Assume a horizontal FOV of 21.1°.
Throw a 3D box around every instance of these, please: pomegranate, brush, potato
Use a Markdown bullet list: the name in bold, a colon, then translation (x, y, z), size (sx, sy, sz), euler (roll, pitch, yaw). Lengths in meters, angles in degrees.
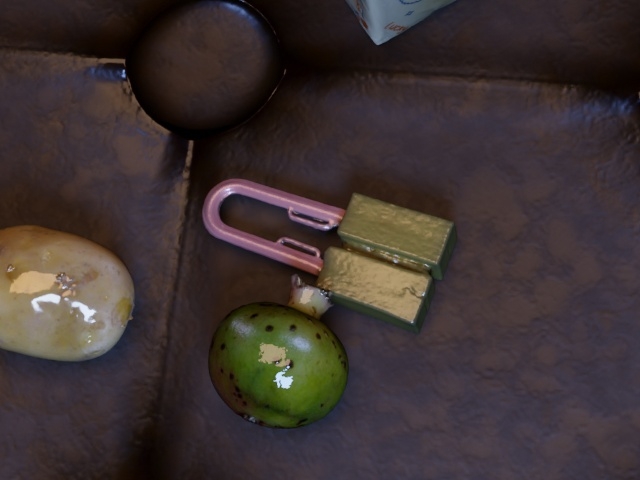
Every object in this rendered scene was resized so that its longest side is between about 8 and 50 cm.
- **pomegranate**: translation (-0.036, 0.106, 1.528), size (0.130, 0.130, 0.130), euler (-2, 72, 7)
- **brush**: translation (0.000, 0.000, 1.591), size (0.233, 0.047, 0.103), euler (18, 76, 14)
- **potato**: translation (-0.255, 0.047, 1.576), size (0.178, 0.109, 0.118), euler (11, 52, 5)

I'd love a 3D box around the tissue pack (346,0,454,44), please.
- **tissue pack**: translation (0.086, -0.280, 1.587), size (0.148, 0.196, 0.092), euler (-33, 71, -3)
